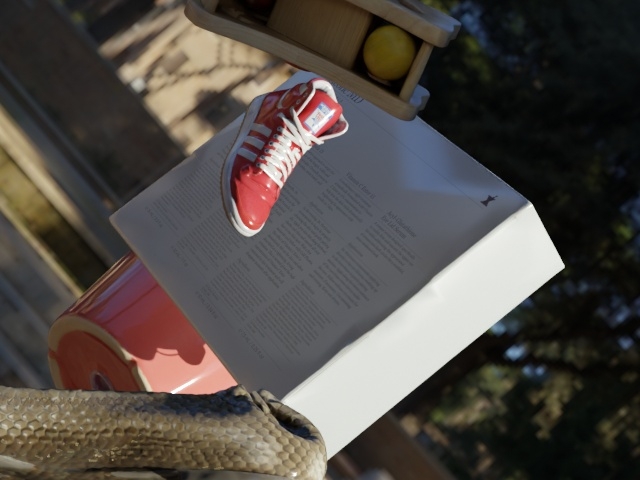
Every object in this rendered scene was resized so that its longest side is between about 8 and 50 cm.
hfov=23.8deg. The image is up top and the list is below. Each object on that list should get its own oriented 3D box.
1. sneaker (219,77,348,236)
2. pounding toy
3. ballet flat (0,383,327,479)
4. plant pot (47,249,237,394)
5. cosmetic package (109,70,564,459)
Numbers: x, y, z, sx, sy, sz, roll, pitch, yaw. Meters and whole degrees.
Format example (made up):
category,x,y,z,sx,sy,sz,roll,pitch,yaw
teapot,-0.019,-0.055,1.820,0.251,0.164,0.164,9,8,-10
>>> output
category,x,y,z,sx,sy,sz,roll,pitch,yaw
sneaker,-0.022,-0.058,0.974,0.042,0.067,0.118,45,42,-35
pounding toy,-0.004,-0.219,1.211,0.269,0.155,0.154,31,18,23
ballet flat,-0.120,0.088,0.722,0.250,0.058,0.084,5,-24,6
plant pot,-0.163,0.117,1.752,0.275,0.243,0.275,27,-47,34
cosmetic package,0.000,0.000,1.403,0.097,0.284,0.377,54,-5,-39
